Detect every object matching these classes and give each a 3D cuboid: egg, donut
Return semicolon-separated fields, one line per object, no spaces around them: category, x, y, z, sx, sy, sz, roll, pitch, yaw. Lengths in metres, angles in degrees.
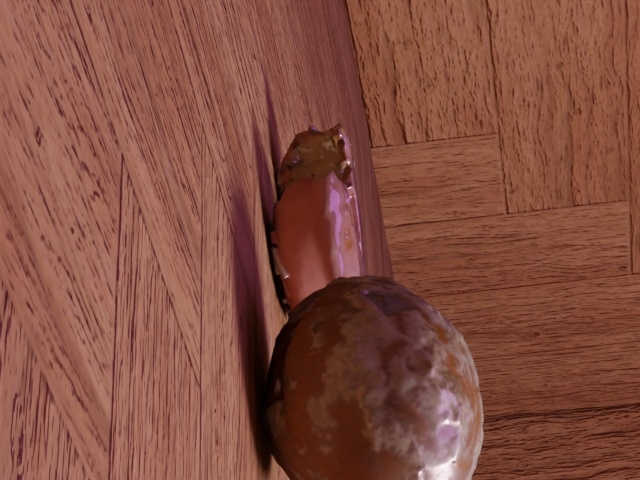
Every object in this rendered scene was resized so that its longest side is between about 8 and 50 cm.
egg;0.044;0.142;1.656;0.195;0.195;0.233;74;7;-64
donut;0.000;0.000;1.938;0.233;0.085;0.199;-83;165;-71
